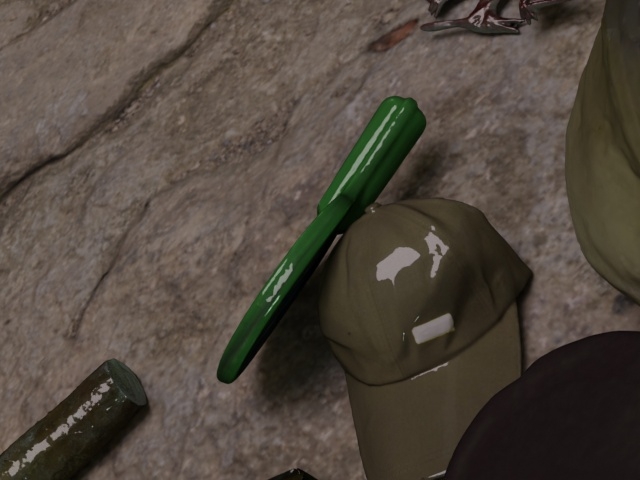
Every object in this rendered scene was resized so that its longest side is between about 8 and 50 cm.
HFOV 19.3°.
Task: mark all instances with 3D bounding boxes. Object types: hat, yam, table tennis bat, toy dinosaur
[{"bbox_3d":[0.057,0.073,1.312,0.166,0.144,0.173,-25,27,24],"label":"hat"},{"bbox_3d":[-0.198,0.154,1.496,0.132,0.054,0.054,-43,45,4],"label":"yam"},{"bbox_3d":[0.000,0.000,1.400,0.039,0.160,0.257,33,77,3],"label":"table tennis bat"},{"bbox_3d":[0.141,-0.207,1.495,0.220,0.032,0.108,11,72,51],"label":"toy dinosaur"}]

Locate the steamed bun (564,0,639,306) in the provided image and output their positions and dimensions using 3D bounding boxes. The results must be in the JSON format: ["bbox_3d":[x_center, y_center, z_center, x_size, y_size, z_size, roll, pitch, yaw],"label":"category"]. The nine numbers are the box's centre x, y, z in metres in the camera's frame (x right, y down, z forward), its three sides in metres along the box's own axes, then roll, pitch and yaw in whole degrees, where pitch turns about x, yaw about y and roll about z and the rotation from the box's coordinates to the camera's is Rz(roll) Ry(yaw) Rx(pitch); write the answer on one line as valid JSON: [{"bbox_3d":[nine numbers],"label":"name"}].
[{"bbox_3d":[0.312,-0.107,1.145,0.352,0.247,0.339,15,70,47],"label":"steamed bun"}]

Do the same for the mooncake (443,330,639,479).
[{"bbox_3d":[0.179,0.174,1.125,0.245,0.133,0.245,-26,46,31],"label":"mooncake"}]

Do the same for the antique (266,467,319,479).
[{"bbox_3d":[-0.079,0.245,1.322,0.221,0.080,0.081,-26,50,21],"label":"antique"}]
